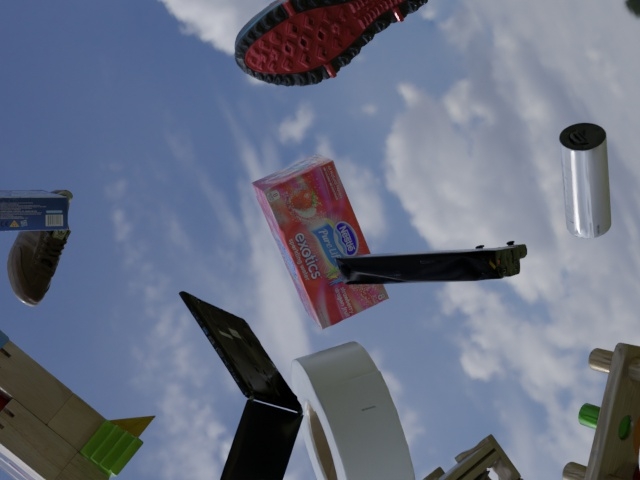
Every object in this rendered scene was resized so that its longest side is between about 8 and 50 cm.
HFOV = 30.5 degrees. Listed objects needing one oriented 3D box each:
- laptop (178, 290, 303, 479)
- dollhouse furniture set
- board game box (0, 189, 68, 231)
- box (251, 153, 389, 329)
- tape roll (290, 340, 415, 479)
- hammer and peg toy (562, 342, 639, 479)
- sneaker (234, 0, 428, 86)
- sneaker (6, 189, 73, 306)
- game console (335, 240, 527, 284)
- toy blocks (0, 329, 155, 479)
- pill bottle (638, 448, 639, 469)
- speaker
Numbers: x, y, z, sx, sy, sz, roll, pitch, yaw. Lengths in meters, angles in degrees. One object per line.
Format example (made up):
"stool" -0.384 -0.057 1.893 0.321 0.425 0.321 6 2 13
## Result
"laptop" -0.124 0.226 1.568 0.264 0.137 0.234 54 -175 20
"dollhouse furniture set" 0.151 0.344 1.386 0.129 0.184 0.129 -26 -103 -47
"board game box" -0.363 -0.030 1.157 0.201 0.136 0.035 -1 -85 -24
"box" 0.000 0.000 2.274 0.142 0.154 0.299 -145 32 -74
"tape roll" 0.046 0.295 1.738 0.286 0.100 0.286 164 90 -79
"hammer and peg toy" 0.498 0.347 1.838 0.266 0.127 0.361 12 -89 -44
"sneaker" 0.012 -0.262 1.327 0.125 0.262 0.104 38 157 59
"sneaker" -0.396 0.003 1.675 0.066 0.071 0.188 33 -139 -38
"game console" 0.180 0.028 1.601 0.361 0.213 0.043 -4 -89 -66
"toy blocks" -0.379 0.216 1.449 0.261 0.381 0.190 41 -112 -5
"pill bottle" 0.520 0.293 1.378 0.162 0.162 0.278 53 166 -27
"speaker" 0.310 -0.070 1.373 0.055 0.055 0.136 -84 -16 -49
